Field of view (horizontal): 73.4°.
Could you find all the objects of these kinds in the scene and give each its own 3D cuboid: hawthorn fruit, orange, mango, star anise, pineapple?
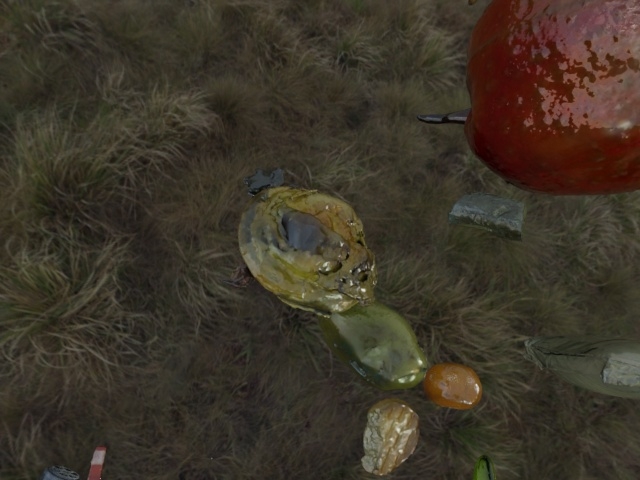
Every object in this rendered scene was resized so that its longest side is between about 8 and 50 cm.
[{"bbox_3d":[0.241,-0.167,0.445,0.300,0.254,0.254,-3,56,30],"label":"hawthorn fruit"},{"bbox_3d":[0.509,0.560,1.664,0.224,0.224,0.170,15,71,-6],"label":"orange"},{"bbox_3d":[0.486,0.716,1.270,0.091,0.074,0.165,60,26,-24],"label":"mango"},{"bbox_3d":[-0.138,0.138,1.075,0.148,0.218,0.227,-44,109,-29],"label":"star anise"},{"bbox_3d":[-0.076,-0.050,0.970,0.158,0.158,0.278,-47,122,-28],"label":"pineapple"}]

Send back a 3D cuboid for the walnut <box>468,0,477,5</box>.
[{"bbox_3d":[0.327,-0.455,0.617,0.238,0.204,0.141,-22,105,-16],"label":"walnut"}]

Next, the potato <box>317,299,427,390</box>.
[{"bbox_3d":[0.101,0.207,0.876,0.248,0.169,0.143,43,31,-6],"label":"potato"}]

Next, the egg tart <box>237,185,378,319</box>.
[{"bbox_3d":[0.000,0.000,0.773,0.297,0.132,0.297,20,46,-23],"label":"egg tart"}]

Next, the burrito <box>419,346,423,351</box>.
[{"bbox_3d":[0.300,0.393,1.626,0.082,0.059,0.275,-48,126,1],"label":"burrito"}]

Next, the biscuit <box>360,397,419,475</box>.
[{"bbox_3d":[0.247,0.682,1.513,0.213,0.091,0.274,6,96,-29],"label":"biscuit"}]

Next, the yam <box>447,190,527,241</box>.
[{"bbox_3d":[0.590,-0.091,1.493,0.254,0.154,0.154,17,53,36],"label":"yam"}]

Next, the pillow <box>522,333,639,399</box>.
[{"bbox_3d":[0.273,0.116,0.391,0.119,0.208,0.053,6,81,9],"label":"pillow"}]

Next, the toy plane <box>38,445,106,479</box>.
[{"bbox_3d":[-0.194,0.179,0.247,0.194,0.077,0.126,16,76,-32],"label":"toy plane"}]
